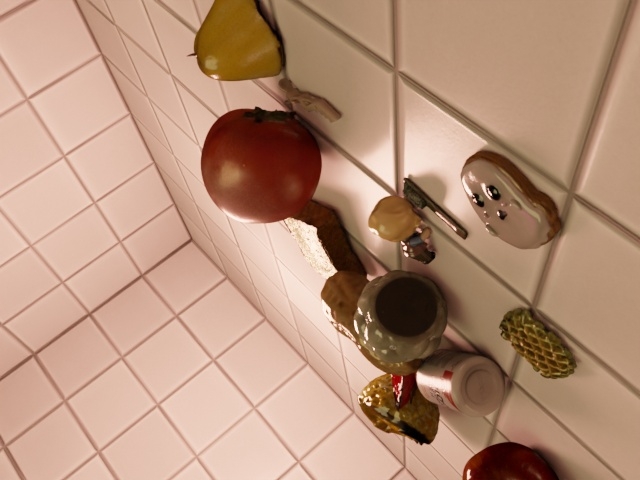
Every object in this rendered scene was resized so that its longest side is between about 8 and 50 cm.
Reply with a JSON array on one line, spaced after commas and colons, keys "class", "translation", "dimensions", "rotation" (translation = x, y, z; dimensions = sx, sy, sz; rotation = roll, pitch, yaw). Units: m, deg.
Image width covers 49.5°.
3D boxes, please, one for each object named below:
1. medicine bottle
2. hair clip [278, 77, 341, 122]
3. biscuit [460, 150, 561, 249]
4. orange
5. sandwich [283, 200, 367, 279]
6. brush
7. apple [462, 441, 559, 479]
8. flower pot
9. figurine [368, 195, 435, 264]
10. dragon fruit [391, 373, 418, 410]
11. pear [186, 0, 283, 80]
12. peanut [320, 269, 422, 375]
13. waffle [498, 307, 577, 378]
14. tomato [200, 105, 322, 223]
[{"class": "medicine bottle", "translation": [0.362, 0.379, 1.887], "dimensions": [0.157, 0.157, 0.289], "rotation": [54, 163, -8]}, {"class": "hair clip", "translation": [-0.029, -0.335, 1.655], "dimensions": [0.226, 0.034, 0.072], "rotation": [32, 154, 47]}, {"class": "biscuit", "translation": [0.327, -0.065, 1.244], "dimensions": [0.208, 0.049, 0.181], "rotation": [47, 162, 11]}, {"class": "orange", "translation": [0.276, 0.563, 2.394], "dimensions": [0.271, 0.210, 0.369], "rotation": [30, 166, -6]}, {"class": "sandwich", "translation": [0.000, 0.000, 2.170], "dimensions": [0.271, 0.099, 0.301], "rotation": [37, 162, 51]}, {"class": "brush", "translation": [0.242, -0.066, 1.506], "dimensions": [0.190, 0.027, 0.034], "rotation": [45, 164, 19]}, {"class": "apple", "translation": [0.536, 0.719, 1.943], "dimensions": [0.288, 0.288, 0.317], "rotation": [44, 174, 26]}, {"class": "flower pot", "translation": [0.206, 0.196, 1.786], "dimensions": [0.246, 0.246, 0.195], "rotation": [48, 163, 15]}, {"class": "figurine", "translation": [0.200, -0.021, 1.621], "dimensions": [0.196, 0.108, 0.114], "rotation": [40, -179, -27]}, {"class": "dragon fruit", "translation": [0.274, 0.394, 2.149], "dimensions": [0.100, 0.282, 0.343], "rotation": [7, 154, 3]}, {"class": "pear", "translation": [-0.219, -0.459, 1.662], "dimensions": [0.267, 0.178, 0.267], "rotation": [44, 165, 15]}, {"class": "peanut", "translation": [0.141, 0.239, 1.985], "dimensions": [0.387, 0.169, 0.192], "rotation": [47, 166, 33]}, {"class": "waffle", "translation": [0.467, 0.224, 1.496], "dimensions": [0.183, 0.036, 0.169], "rotation": [47, 161, 8]}, {"class": "tomato", "translation": [-0.158, -0.189, 1.811], "dimensions": [0.321, 0.321, 0.321], "rotation": [46, 163, 19]}]
